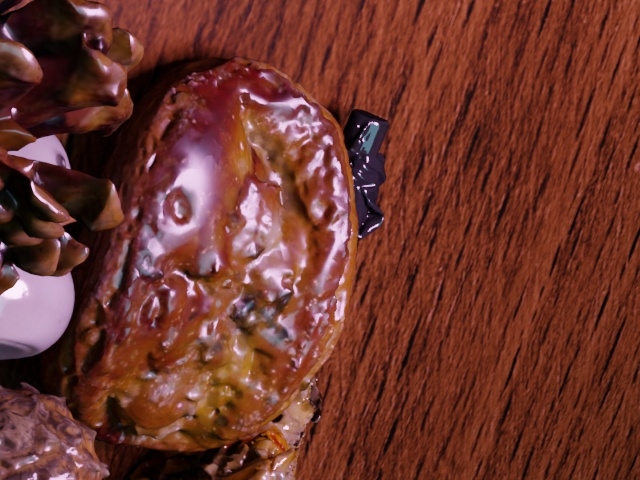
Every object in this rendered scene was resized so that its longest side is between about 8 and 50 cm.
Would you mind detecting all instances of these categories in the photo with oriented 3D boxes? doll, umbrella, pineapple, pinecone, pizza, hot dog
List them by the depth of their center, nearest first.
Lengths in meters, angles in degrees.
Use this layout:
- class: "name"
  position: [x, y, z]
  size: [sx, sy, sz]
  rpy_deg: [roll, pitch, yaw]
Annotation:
- class: "pinecone"
  position: [-0.291, -0.154, 1.372]
  size: [0.384, 0.384, 0.384]
  rpy_deg: [-24, 131, -31]
- class: "doll"
  position: [-0.302, -0.009, 1.602]
  size: [0.251, 0.221, 0.221]
  rpy_deg: [-1, 121, -12]
- class: "pineapple"
  position: [-0.274, 0.283, 1.794]
  size: [0.175, 0.175, 0.361]
  rpy_deg: [-27, 144, -29]
- class: "hot dog"
  position: [-0.108, 0.025, 1.795]
  size: [0.267, 0.174, 0.387]
  rpy_deg: [11, 109, -35]
- class: "pizza"
  position: [-0.078, 0.211, 1.926]
  size: [0.287, 0.251, 0.074]
  rpy_deg: [-43, 107, -21]
- class: "umbrella"
  position: [-0.001, 0.001, 1.933]
  size: [0.122, 0.110, 0.272]
  rpy_deg: [2, 117, -54]
